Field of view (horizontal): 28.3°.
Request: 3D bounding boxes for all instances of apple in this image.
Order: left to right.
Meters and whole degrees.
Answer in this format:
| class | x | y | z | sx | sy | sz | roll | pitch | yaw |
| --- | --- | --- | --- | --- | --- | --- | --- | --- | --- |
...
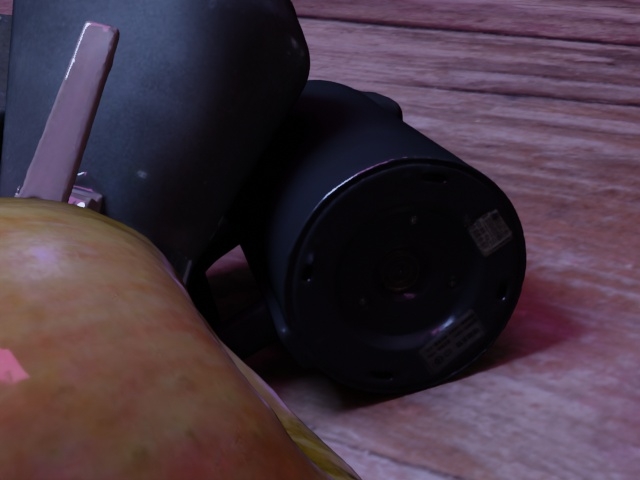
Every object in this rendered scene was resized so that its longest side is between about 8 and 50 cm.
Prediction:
| class | x | y | z | sx | sy | sz | roll | pitch | yaw |
| --- | --- | --- | --- | --- | --- | --- | --- | --- | --- |
| apple | -0.155 | 0.173 | 0.619 | 0.346 | 0.391 | 0.391 | -40 | 34 | -9 |

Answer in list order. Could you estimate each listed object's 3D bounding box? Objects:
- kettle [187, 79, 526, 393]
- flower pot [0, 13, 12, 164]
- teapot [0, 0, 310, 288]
| class | x | y | z | sx | sy | sz | roll | pitch | yaw |
| --- | --- | --- | --- | --- | --- | --- | --- | --- | --- |
| kettle | 0.013 | 0.003 | 1.137 | 0.203 | 0.262 | 0.308 | 24 | 12 | -24 |
| flower pot | -0.381 | -0.111 | 1.201 | 0.379 | 0.251 | 0.379 | 18 | 47 | -20 |
| teapot | -0.162 | -0.066 | 1.012 | 0.253 | 0.344 | 0.300 | 13 | -13 | 6 |
